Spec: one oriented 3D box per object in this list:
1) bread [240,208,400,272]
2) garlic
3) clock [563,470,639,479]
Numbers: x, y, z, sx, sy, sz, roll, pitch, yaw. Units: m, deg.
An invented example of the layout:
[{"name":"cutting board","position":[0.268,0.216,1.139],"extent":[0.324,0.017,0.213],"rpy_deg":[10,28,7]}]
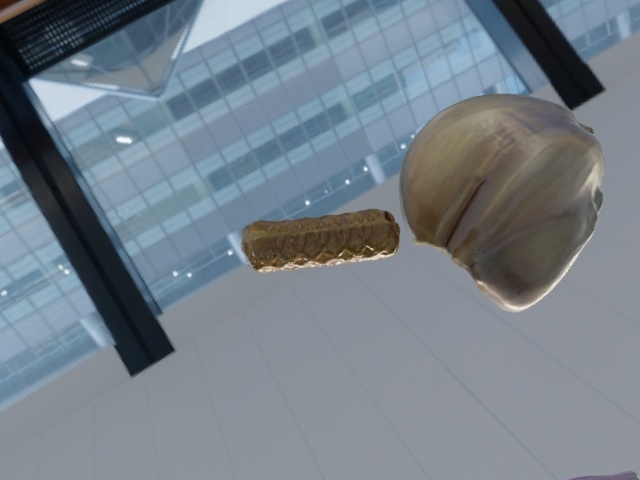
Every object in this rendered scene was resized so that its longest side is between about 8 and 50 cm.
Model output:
[{"name":"bread","position":[0.000,0.000,0.620],"extent":[0.157,0.052,0.044],"rpy_deg":[-6,170,-1]},{"name":"garlic","position":[0.194,-0.068,0.677],"extent":[0.217,0.110,0.228],"rpy_deg":[36,-97,25]},{"name":"clock","position":[0.133,0.285,0.288],"extent":[0.338,0.338,0.102],"rpy_deg":[-40,168,-24]}]
